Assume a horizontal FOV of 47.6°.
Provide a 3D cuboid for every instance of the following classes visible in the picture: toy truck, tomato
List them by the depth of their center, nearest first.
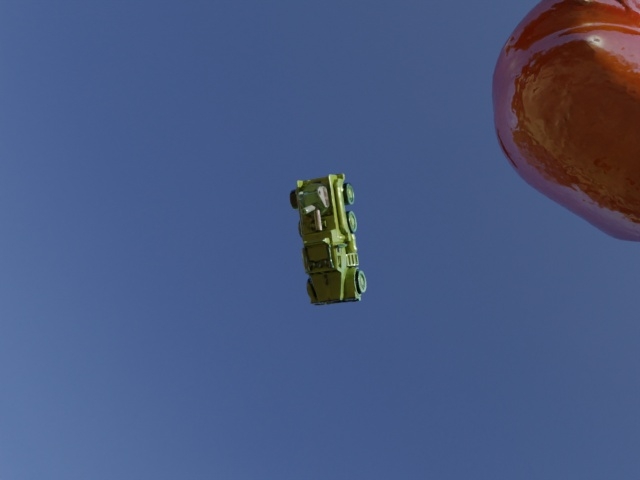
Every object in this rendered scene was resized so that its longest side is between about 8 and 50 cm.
[{"bbox_3d":[0.272,-0.114,0.622,0.259,0.260,0.180,29,-39,12],"label":"tomato"},{"bbox_3d":[0.001,0.003,1.450,0.128,0.135,0.260,-8,-88,21],"label":"toy truck"}]
